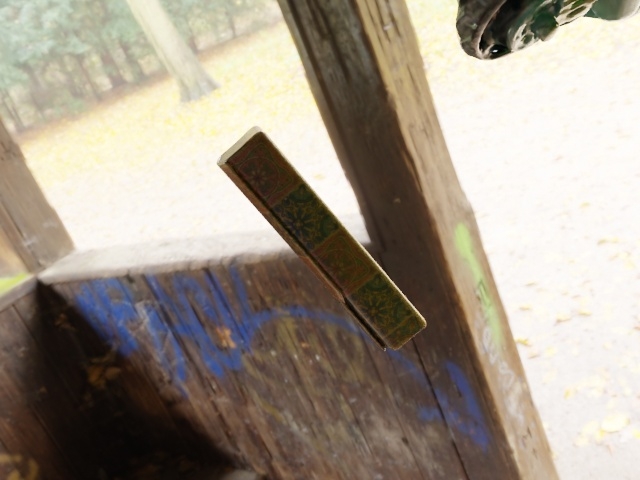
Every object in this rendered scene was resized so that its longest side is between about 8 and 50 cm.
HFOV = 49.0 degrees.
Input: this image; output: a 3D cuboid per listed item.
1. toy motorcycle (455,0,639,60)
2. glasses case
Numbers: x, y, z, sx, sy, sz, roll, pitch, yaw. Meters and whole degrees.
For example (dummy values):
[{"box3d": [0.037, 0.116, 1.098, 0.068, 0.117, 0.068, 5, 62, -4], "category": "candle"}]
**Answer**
[{"box3d": [0.205, -0.209, 0.365, 0.198, 0.109, 0.296, -18, -24, -38], "category": "toy motorcycle"}, {"box3d": [0.000, 0.000, 0.608, 0.049, 0.218, 0.075, -40, 15, 2], "category": "glasses case"}]
